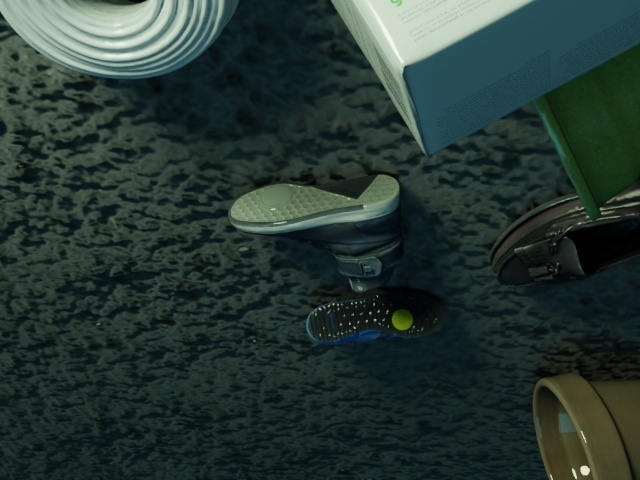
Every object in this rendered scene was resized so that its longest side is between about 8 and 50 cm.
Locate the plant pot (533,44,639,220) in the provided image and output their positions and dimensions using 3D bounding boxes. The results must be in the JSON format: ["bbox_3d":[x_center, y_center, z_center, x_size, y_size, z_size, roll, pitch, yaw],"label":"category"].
[{"bbox_3d":[0.305,-0.195,0.800,0.253,0.276,0.276,-26,131,17],"label":"plant pot"}]

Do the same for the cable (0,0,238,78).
[{"bbox_3d":[-0.206,-0.273,0.881,0.256,0.089,0.257,7,139,-1],"label":"cable"}]

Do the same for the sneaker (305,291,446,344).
[{"bbox_3d":[0.082,0.117,1.325,0.209,0.069,0.082,-6,172,1],"label":"sneaker"}]

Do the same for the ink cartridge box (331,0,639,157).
[{"bbox_3d":[0.148,-0.263,0.676,0.309,0.272,0.130,-28,153,3],"label":"ink cartridge box"}]

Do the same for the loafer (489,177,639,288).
[{"bbox_3d":[0.342,-0.003,1.115,0.302,0.095,0.109,-30,127,35],"label":"loafer"}]

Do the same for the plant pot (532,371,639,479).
[{"bbox_3d":[0.485,0.317,1.381,0.229,0.263,0.263,-13,139,-5],"label":"plant pot"}]

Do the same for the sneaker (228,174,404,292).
[{"bbox_3d":[0.001,0.001,1.173,0.226,0.086,0.163,-3,136,10],"label":"sneaker"}]
